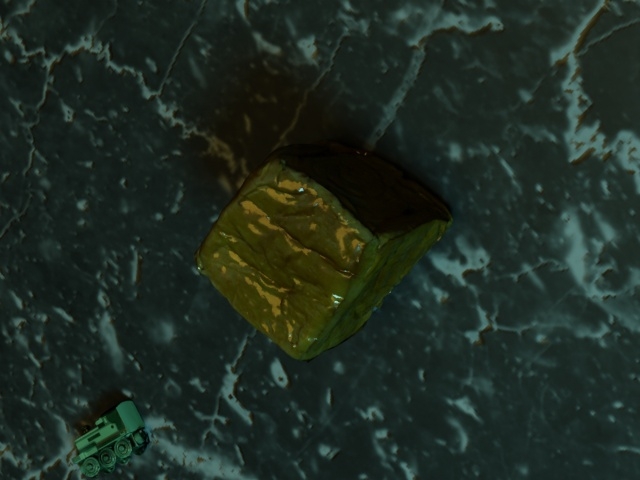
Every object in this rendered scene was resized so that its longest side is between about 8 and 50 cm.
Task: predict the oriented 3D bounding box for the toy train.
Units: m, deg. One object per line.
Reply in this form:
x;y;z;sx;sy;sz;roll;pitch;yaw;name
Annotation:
-0.201;0.191;1.805;0.083;0.033;0.053;-31;82;29;toy train

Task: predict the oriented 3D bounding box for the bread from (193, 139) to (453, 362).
0.000;0.000;1.591;0.149;0.158;0.143;39;114;9;bread
